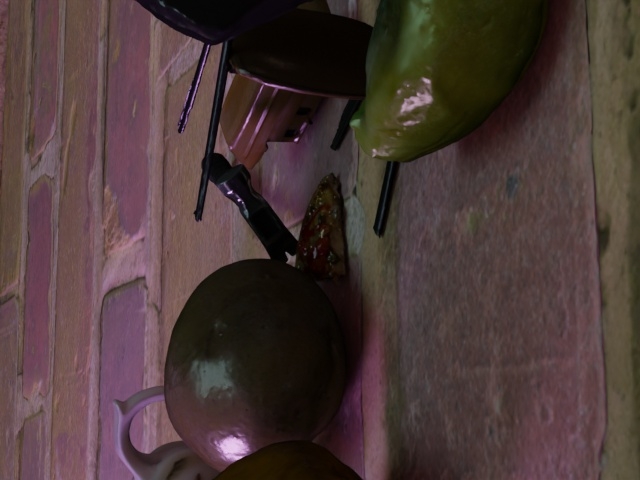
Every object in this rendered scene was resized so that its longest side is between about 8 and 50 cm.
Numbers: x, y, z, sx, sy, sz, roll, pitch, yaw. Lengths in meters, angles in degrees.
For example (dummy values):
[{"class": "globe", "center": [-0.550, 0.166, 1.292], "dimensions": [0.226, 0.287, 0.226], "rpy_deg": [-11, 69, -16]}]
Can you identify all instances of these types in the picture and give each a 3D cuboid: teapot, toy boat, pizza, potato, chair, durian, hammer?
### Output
[{"class": "teapot", "center": [-0.153, 0.296, 1.337], "dimensions": [0.204, 0.139, 0.298], "rpy_deg": [180, 94, -72]}, {"class": "toy boat", "center": [-0.033, -0.143, 1.200], "dimensions": [0.200, 0.077, 0.057], "rpy_deg": [-60, 40, 47]}, {"class": "pizza", "center": [-0.003, -0.012, 1.168], "dimensions": [0.100, 0.029, 0.099], "rpy_deg": [-172, 87, -67]}, {"class": "potato", "center": [-0.058, 0.108, 1.126], "dimensions": [0.178, 0.160, 0.235], "rpy_deg": [-51, 0, -15]}, {"class": "chair", "center": [-0.011, -0.153, 1.043], "dimensions": [0.172, 0.158, 0.247], "rpy_deg": [-110, 31, -49]}, {"class": "durian", "center": [0.088, -0.161, 0.874], "dimensions": [0.139, 0.101, 0.250], "rpy_deg": [-114, 35, -50]}, {"class": "hammer", "center": [-0.082, -0.049, 1.310], "dimensions": [0.111, 0.033, 0.288], "rpy_deg": [55, 177, -20]}]

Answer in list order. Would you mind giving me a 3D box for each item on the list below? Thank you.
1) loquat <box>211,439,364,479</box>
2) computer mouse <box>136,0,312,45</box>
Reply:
[{"class": "loquat", "center": [-0.011, 0.239, 0.947], "dimensions": [0.187, 0.176, 0.234], "rpy_deg": [54, 173, -12]}, {"class": "computer mouse", "center": [-0.023, -0.260, 0.944], "dimensions": [0.168, 0.295, 0.087], "rpy_deg": [44, 155, 21]}]
